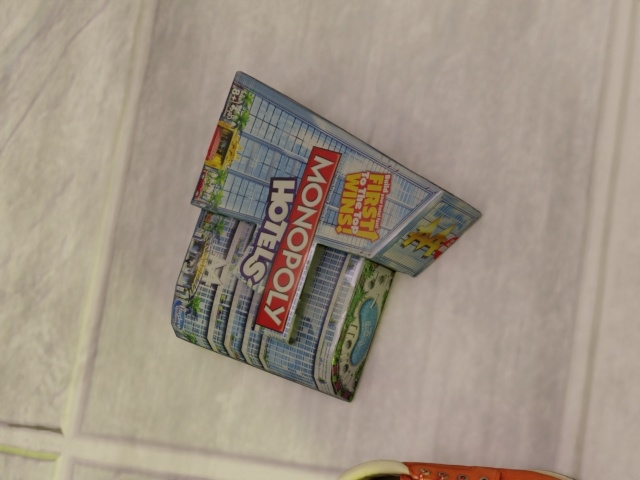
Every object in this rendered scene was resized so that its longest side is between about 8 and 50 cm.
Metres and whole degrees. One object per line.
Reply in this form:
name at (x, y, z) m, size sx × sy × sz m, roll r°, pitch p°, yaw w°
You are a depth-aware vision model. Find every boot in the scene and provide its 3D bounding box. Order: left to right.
boot at (0.085, 0.160, 0.889) m, size 0.157 × 0.084 × 0.059 m, roll -1°, pitch 75°, yaw 31°

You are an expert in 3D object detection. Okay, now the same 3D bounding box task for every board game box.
board game box at (0.000, 0.000, 1.002) m, size 0.194 × 0.060 × 0.194 m, roll 16°, pitch 86°, yaw 35°
